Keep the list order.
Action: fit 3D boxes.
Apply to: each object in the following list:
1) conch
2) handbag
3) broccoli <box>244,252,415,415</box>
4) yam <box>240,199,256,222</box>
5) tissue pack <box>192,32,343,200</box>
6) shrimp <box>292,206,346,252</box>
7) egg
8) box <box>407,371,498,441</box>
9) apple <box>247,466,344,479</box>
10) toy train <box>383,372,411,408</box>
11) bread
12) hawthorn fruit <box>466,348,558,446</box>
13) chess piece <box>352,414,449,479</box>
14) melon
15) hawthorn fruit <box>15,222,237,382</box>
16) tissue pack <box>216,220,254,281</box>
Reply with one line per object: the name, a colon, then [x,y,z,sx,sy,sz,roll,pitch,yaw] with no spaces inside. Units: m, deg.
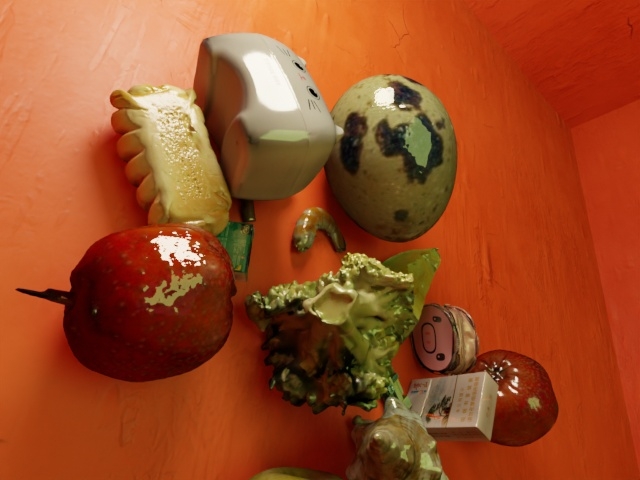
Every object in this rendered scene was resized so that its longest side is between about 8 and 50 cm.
conch: [0.135,0.401,0.811,0.386,0.169,0.203,79,27,-59]
handbag: [0.343,0.276,1.213,0.116,0.179,0.205,3,81,-34]
broccoli: [0.043,0.170,0.832,0.294,0.347,0.281,62,-1,26]
yam: [-0.171,-0.111,0.979,0.032,0.032,0.146,-3,76,-44]
tissue pack: [-0.113,-0.258,0.911,0.235,0.229,0.333,-10,64,-31]
shrimp: [0.000,0.000,1.094,0.166,0.049,0.161,48,46,-29]
egg: [0.177,-0.205,1.128,0.344,0.344,0.429,-14,99,-45]
box: [0.315,0.417,1.084,0.067,0.233,0.149,49,46,-15]
apple: [-0.048,0.485,0.710,0.260,0.260,0.194,20,68,-37]
toy train: [0.185,0.395,1.104,0.081,0.050,0.122,-23,90,-50]
bread: [-0.282,-0.139,0.820,0.172,0.121,0.312,-14,83,-41]
hawthorn fruit: [0.551,0.465,1.278,0.299,0.275,0.276,39,50,-38]
chess piece: [0.167,0.510,1.006,0.272,0.139,0.139,47,47,-3]
melon: [0.245,0.126,1.217,0.323,0.124,0.196,-39,106,-51]
hawthorn fruit: [-0.281,0.081,0.661,0.300,0.254,0.254,13,65,-26]
tissue pack: [-0.183,0.027,0.886,0.085,0.079,0.111,6,63,-4]
